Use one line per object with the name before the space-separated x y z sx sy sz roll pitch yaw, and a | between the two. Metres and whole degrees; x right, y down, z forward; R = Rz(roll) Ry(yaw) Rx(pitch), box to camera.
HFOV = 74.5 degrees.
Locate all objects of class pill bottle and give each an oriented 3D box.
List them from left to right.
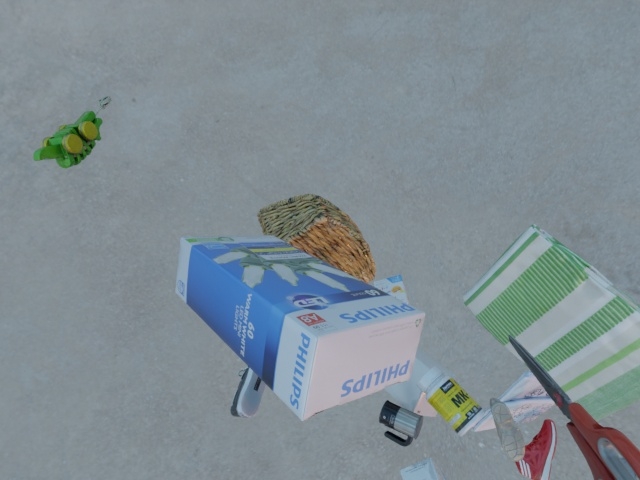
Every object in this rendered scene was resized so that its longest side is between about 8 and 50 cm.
pill bottle | 0.433 0.534 1.416 0.119 0.119 0.208 -44 62 -3

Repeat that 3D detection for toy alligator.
toy alligator | -0.383 -0.169 0.683 0.056 0.051 0.190 -1 43 18

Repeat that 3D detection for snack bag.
snack bag | 0.738 0.566 1.493 0.323 0.343 0.037 6 38 -26

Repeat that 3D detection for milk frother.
milk frother | 0.296 0.636 1.498 0.134 0.143 0.129 15 113 29

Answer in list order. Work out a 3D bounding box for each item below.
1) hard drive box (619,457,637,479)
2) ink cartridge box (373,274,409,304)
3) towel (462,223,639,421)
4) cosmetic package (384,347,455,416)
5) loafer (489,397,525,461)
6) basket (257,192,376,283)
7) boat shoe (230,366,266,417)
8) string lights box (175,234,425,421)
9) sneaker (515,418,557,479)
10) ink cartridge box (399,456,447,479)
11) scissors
hard drive box | 0.862 0.770 1.212 0.089 0.232 0.181 -6 35 25
ink cartridge box | 0.254 0.213 1.476 0.104 0.062 0.181 -17 37 11
towel | 0.444 0.152 0.764 0.325 0.248 0.038 43 43 17
cosmetic package | 0.334 0.521 1.711 0.365 0.155 0.197 33 100 54
loafer | 0.373 0.376 0.846 0.045 0.039 0.125 -21 92 5
basket | 0.000 0.000 1.169 0.213 0.299 0.223 -38 37 8
boat shoe | -0.249 0.517 1.591 0.105 0.113 0.306 -22 38 39
string lights box | -0.039 0.066 0.445 0.259 0.133 0.077 24 109 46
sneaker | 0.773 0.748 1.531 0.128 0.087 0.221 14 68 18
ink cartridge box | 0.404 0.937 1.412 0.129 0.223 0.307 -27 38 7
scissors | 0.285 0.186 0.475 0.021 0.109 0.297 -9 35 3
